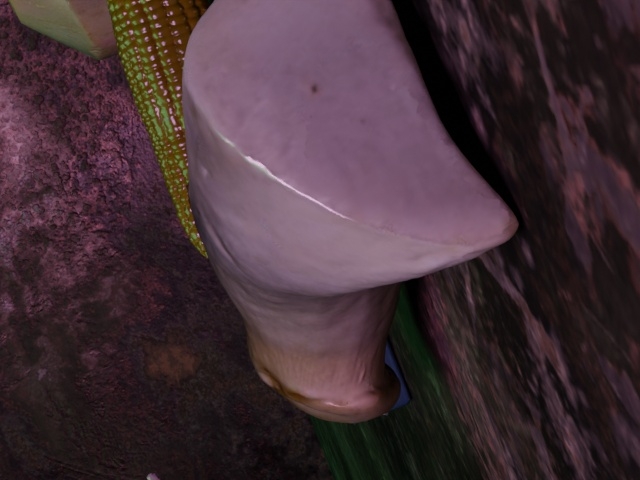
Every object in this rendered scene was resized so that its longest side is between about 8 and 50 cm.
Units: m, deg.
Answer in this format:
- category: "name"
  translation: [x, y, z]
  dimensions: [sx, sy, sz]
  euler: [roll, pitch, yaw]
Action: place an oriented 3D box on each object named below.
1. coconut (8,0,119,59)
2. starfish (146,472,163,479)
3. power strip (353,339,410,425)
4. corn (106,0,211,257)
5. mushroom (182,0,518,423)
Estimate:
- category: "coconut"
  translation: [-0.289, -0.335, 1.548]
  dimensions: [0.237, 0.237, 0.197]
  euler: [79, 166, -62]
- category: "starfish"
  translation: [-0.045, 0.295, 0.875]
  dimensions: [0.398, 0.384, 0.132]
  euler: [80, 169, -56]
- category: "power strip"
  translation: [0.031, 0.095, 1.041]
  dimensions: [0.032, 0.056, 0.123]
  euler: [175, 73, -85]
- category: "corn"
  translation: [-0.141, -0.149, 1.346]
  dimensions: [0.131, 0.131, 0.344]
  euler: [-153, 41, -81]
- category: "mushroom"
  translation: [0.000, 0.000, 0.694]
  dimensions: [0.177, 0.126, 0.397]
  euler: [58, 168, 15]
